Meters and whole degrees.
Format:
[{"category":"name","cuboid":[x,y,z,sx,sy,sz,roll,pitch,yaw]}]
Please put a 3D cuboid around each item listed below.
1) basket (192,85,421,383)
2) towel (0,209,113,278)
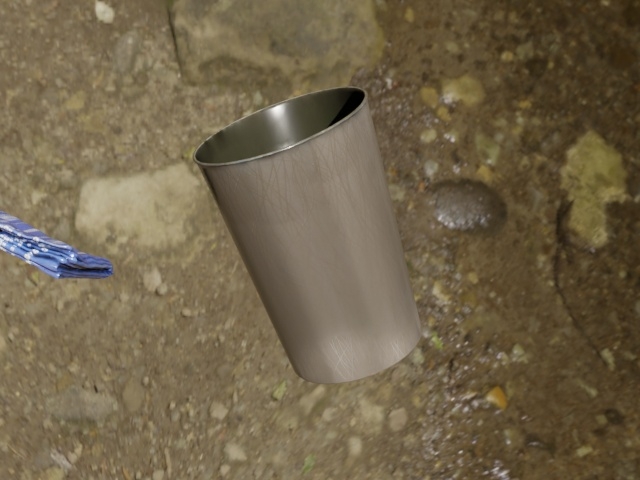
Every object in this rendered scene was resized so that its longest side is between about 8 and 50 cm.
[{"category":"basket","cuboid":[0.000,0.000,0.764,0.154,0.204,0.227,-14,109,14]},{"category":"towel","cuboid":[-0.429,-0.041,1.076,0.336,0.243,0.040,28,86,1]}]
